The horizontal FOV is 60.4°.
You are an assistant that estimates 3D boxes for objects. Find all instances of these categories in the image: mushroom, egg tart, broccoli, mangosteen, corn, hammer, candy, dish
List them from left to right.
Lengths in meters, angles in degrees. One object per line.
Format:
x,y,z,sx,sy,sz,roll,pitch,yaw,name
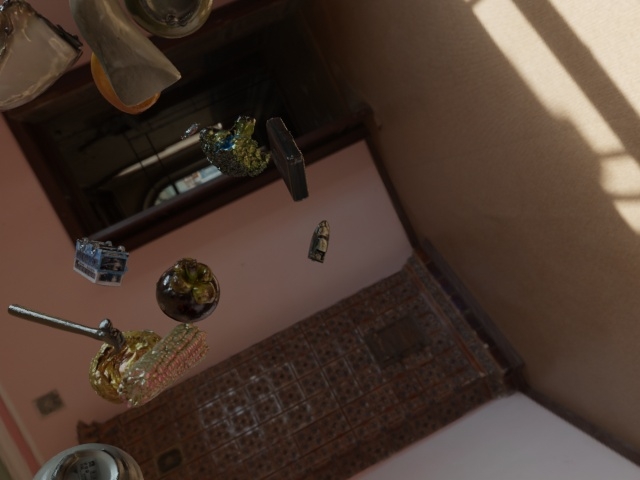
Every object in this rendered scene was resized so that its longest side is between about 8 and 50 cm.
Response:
-0.889,-0.522,1.593,0.224,0.314,0.397,41,174,-36,mushroom
-0.809,0.263,1.739,0.168,0.439,0.044,80,-152,-47,hammer
-0.542,0.564,1.273,0.260,0.260,0.085,57,141,43,dish
-0.516,-0.542,1.365,0.397,0.177,0.126,60,-162,-18,mushroom
-0.676,0.456,1.985,0.297,0.297,0.132,59,164,31,egg tart
-0.415,0.326,1.468,0.127,0.126,0.335,64,-158,-4,corn
-0.395,0.140,1.648,0.192,0.192,0.217,60,152,28,mangosteen
-0.439,-0.368,1.852,0.030,0.083,0.020,21,153,32,candy
-0.208,-0.236,1.356,0.167,0.160,0.154,18,177,11,broccoli

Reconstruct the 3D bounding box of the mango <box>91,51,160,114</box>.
-0.669,-0.549,1.844,0.257,0.187,0.138,45,-147,-48,mango

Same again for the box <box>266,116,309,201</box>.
-0.094,-0.230,1.558,0.230,0.050,0.160,-117,14,-45,box

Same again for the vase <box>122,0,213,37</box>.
-0.396,-0.721,1.500,0.240,0.329,0.302,35,-170,-31,vase

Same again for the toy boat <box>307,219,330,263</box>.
0.000,0.000,1.779,0.060,0.055,0.141,-15,57,60,toy boat

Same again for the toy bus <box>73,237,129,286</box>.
-0.742,0.067,1.847,0.297,0.106,0.131,12,92,52,toy bus
